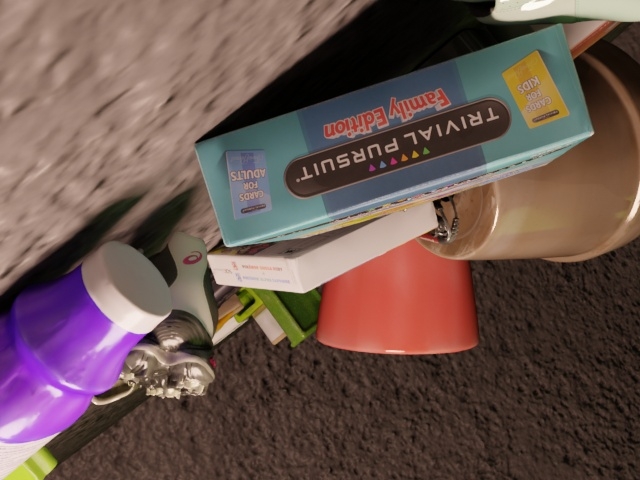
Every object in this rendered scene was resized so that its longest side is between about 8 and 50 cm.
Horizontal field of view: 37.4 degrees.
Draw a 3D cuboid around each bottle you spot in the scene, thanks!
[{"bbox_3d":[-0.228,0.110,0.681,0.283,0.092,0.118,-39,167,17],"label":"bottle"}]

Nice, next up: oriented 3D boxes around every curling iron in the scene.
[{"bbox_3d":[0.081,-0.043,1.196,0.035,0.068,0.274,-12,-165,-30],"label":"curling iron"}]

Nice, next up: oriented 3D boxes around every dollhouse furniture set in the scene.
[{"bbox_3d":[-0.156,0.171,1.603,0.301,0.151,0.197,-33,174,-46],"label":"dollhouse furniture set"}]

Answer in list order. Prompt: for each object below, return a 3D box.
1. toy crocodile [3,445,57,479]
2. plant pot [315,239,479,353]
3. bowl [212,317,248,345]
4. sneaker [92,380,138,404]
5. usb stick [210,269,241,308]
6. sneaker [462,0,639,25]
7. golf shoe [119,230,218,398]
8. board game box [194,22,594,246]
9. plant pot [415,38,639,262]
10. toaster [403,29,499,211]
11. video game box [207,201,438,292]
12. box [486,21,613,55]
[{"bbox_3d":[-0.413,0.285,0.952,0.340,0.115,0.105,-36,-165,10],"label":"toy crocodile"},{"bbox_3d":[0.128,0.043,1.534,0.275,0.243,0.275,2,-176,0],"label":"plant pot"},{"bbox_3d":[-0.199,0.165,1.889,0.142,0.053,0.142,-37,178,1],"label":"bowl"},{"bbox_3d":[-0.265,0.184,1.400,0.192,0.064,0.086,-35,-179,10],"label":"sneaker"},{"bbox_3d":[-0.131,0.054,1.274,0.278,0.045,0.077,-40,169,34],"label":"usb stick"},{"bbox_3d":[0.160,-0.213,0.682,0.151,0.094,0.256,-1,-158,2],"label":"sneaker"},{"bbox_3d":[-0.147,0.075,0.829,0.273,0.105,0.120,-21,-124,62],"label":"golf shoe"},{"bbox_3d":[0.069,-0.069,0.779,0.254,0.079,0.336,-17,179,9],"label":"board game box"},{"bbox_3d":[0.254,-0.100,1.270,0.280,0.323,0.323,-18,165,-36],"label":"plant pot"},{"bbox_3d":[0.141,-0.135,1.034,0.168,0.110,0.186,-40,176,23],"label":"toaster"},{"bbox_3d":[0.000,0.000,1.097,0.205,0.048,0.187,-24,-163,-32],"label":"video game box"},{"bbox_3d":[0.247,-0.237,0.941,0.130,0.091,0.170,-38,176,6],"label":"box"}]
